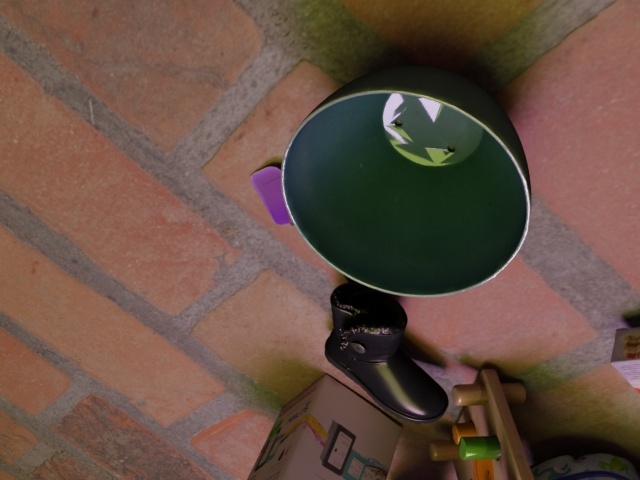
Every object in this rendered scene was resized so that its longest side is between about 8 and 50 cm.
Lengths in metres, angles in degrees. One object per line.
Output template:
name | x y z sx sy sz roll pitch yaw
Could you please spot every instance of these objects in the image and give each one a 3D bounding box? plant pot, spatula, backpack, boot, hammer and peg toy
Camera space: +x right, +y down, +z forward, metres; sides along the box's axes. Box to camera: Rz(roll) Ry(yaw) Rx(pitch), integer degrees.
plant pot | 0.120 -0.100 0.879 0.291 0.195 0.290 12 132 14
spatula | 0.000 0.000 1.131 0.296 0.030 0.084 46 142 -20
backpack | 0.484 0.535 1.253 0.290 0.273 0.355 -8 110 15
boot | 0.114 0.188 1.160 0.247 0.094 0.207 32 151 15
hammer and peg toy | 0.289 0.431 1.162 0.128 0.361 0.265 0 134 -9

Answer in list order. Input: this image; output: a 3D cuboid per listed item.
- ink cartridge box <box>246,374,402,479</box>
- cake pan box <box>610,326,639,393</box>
ink cartridge box | -0.004 0.444 1.353 0.197 0.270 0.198 37 133 -7
cake pan box | 0.589 0.201 0.980 0.246 0.070 0.267 42 145 -24
